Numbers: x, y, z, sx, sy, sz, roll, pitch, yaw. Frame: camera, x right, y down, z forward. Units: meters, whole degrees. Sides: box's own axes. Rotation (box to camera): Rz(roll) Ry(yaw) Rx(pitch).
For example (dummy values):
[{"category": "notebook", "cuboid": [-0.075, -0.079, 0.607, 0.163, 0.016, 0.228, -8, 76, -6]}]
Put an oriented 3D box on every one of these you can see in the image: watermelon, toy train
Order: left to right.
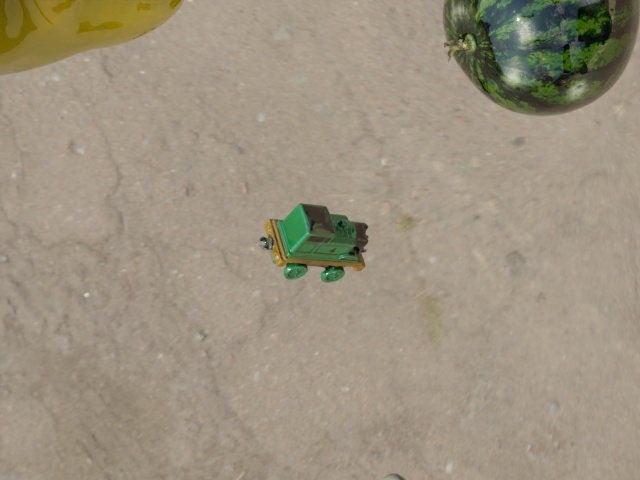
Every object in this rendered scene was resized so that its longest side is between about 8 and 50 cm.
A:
[{"category": "toy train", "cuboid": [0.000, 0.000, 1.664, 0.136, 0.227, 0.091, -49, 48, 43]}, {"category": "watermelon", "cuboid": [0.298, -0.301, 1.290, 0.269, 0.269, 0.269, 2, 97, 16]}]

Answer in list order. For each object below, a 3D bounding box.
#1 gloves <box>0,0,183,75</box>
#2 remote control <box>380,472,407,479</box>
[{"category": "gloves", "cuboid": [-0.182, -0.132, 0.520, 0.133, 0.294, 0.116, 2, 104, 18]}, {"category": "remote control", "cuboid": [0.104, 0.253, 0.625, 0.067, 0.029, 0.261, -45, 42, -6]}]
